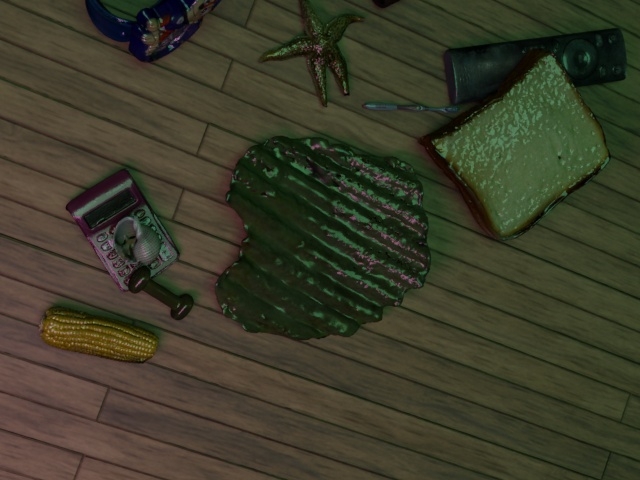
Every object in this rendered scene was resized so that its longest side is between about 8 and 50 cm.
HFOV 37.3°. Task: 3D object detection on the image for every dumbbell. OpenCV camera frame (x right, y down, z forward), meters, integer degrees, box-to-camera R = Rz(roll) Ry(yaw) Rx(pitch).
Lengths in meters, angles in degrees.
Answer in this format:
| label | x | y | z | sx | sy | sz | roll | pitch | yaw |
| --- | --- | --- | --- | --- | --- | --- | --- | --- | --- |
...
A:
| label | x | y | z | sx | sy | sz | roll | pitch | yaw |
| --- | --- | --- | --- | --- | --- | --- | --- | --- | --- |
| dumbbell | -0.278 | 0.093 | 1.651 | 0.118 | 0.046 | 0.052 | 37 | 94 | -28 |

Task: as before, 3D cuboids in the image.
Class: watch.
| label | x | y | z | sx | sy | sz | roll | pitch | yaw |
| --- | --- | --- | --- | --- | --- | --- | --- | --- | --- |
| watch | -0.297 | -0.421 | 1.600 | 0.196 | 0.171 | 0.200 | -41 | 90 | -23 |

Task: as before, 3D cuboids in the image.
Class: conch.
| label | x | y | z | sx | sy | sz | roll | pitch | yaw |
| --- | --- | --- | --- | --- | --- | --- | --- | --- | --- |
| conch | -0.312 | 0.002 | 1.619 | 0.076 | 0.056 | 0.085 | -16 | 84 | 8 |

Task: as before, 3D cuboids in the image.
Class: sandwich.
| label | x | y | z | sx | sy | sz | roll | pitch | yaw |
| --- | --- | --- | --- | --- | --- | --- | --- | --- | --- |
| sandwich | 0.380 | -0.175 | 1.798 | 0.301 | 0.099 | 0.271 | -38 | 110 | -6 |

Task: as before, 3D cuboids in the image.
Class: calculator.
| label | x | y | z | sx | sy | sz | roll | pitch | yaw |
| --- | --- | --- | --- | --- | --- | --- | --- | --- | --- |
| calculator | -0.342 | -0.015 | 1.652 | 0.126 | 0.034 | 0.190 | -33 | 105 | -13 |

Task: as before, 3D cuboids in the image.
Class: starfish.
| label | x | y | z | sx | sy | sz | roll | pitch | yaw |
| --- | --- | --- | --- | --- | --- | --- | --- | --- | --- |
| starfish | -0.009 | -0.357 | 1.735 | 0.216 | 0.050 | 0.223 | -22 | 92 | -6 |

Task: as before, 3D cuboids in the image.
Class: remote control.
| label | x | y | z | sx | sy | sz | roll | pitch | yaw |
| --- | --- | --- | --- | --- | --- | --- | --- | --- | --- |
| remote control | 0.425 | -0.342 | 1.851 | 0.377 | 0.044 | 0.107 | -10 | 100 | -15 |

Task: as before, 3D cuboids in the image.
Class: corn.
| label | x | y | z | sx | sy | sz | roll | pitch | yaw |
| --- | --- | --- | --- | --- | --- | --- | --- | --- | --- |
| corn | -0.381 | 0.164 | 1.626 | 0.203 | 0.072 | 0.072 | 15 | 87 | -16 |

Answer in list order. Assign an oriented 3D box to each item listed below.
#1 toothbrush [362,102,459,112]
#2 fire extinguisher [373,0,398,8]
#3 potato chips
| label | x | y | z | sx | sy | sz | roll | pitch | yaw |
| --- | --- | --- | --- | --- | --- | --- | --- | --- | --- |
| toothbrush | 0.172 | -0.252 | 1.796 | 0.193 | 0.019 | 0.013 | 1 | 92 | -14 |
| fire extinguisher | 0.204 | -0.506 | 1.759 | 0.231 | 0.099 | 0.071 | -27 | 120 | -12 |
| potato chips | 0.008 | -0.001 | 1.716 | 0.389 | 0.097 | 0.373 | 5 | 91 | -14 |
